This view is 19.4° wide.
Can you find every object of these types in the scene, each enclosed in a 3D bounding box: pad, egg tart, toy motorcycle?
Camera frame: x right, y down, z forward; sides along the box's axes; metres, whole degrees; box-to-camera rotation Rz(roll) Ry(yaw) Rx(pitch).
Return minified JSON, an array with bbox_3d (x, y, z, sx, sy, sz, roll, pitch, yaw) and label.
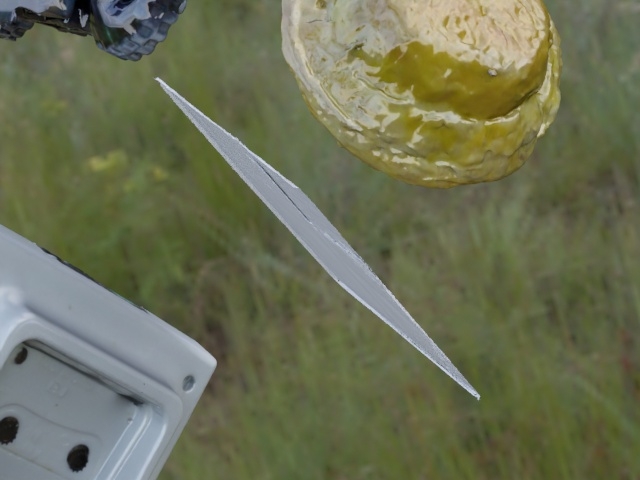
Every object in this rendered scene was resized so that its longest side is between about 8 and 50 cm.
[{"bbox_3d":[0.000,0.000,1.074,0.004,0.232,0.156,-46,45,-5],"label":"pad"},{"bbox_3d":[0.118,-0.202,1.823,0.319,0.319,0.128,-28,-11,-36],"label":"egg tart"},{"bbox_3d":[-0.156,-0.203,1.248,0.106,0.159,0.270,13,3,-35],"label":"toy motorcycle"}]

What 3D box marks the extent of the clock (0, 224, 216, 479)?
[{"bbox_3d":[-0.211,0.132,1.336,0.116,0.262,0.231,29,85,45],"label":"clock"}]
